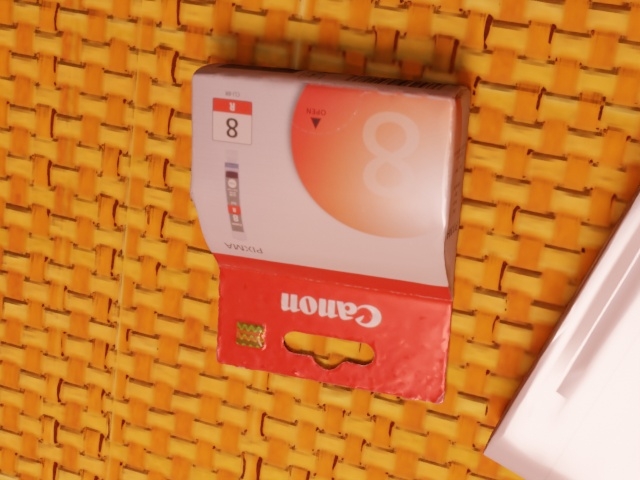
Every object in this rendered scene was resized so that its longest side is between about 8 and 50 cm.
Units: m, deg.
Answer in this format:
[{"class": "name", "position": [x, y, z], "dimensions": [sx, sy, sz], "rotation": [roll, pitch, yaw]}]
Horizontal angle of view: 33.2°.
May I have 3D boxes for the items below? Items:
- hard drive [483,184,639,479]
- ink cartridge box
[{"class": "hard drive", "position": [0.286, 0.097, 0.501], "dimensions": [0.353, 0.047, 0.233], "rotation": [30, 113, 11]}, {"class": "ink cartridge box", "position": [0.000, 0.000, 0.580], "dimensions": [0.145, 0.045, 0.179], "rotation": [8, 104, 18]}]
